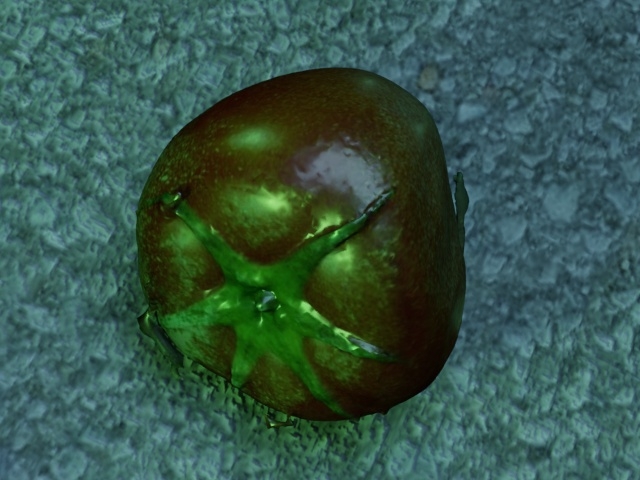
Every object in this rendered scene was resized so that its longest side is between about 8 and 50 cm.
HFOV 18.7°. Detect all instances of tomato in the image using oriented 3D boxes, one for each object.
[{"bbox_3d":[0.000,0.000,1.660,0.303,0.303,0.239,36,40,5],"label":"tomato"}]
